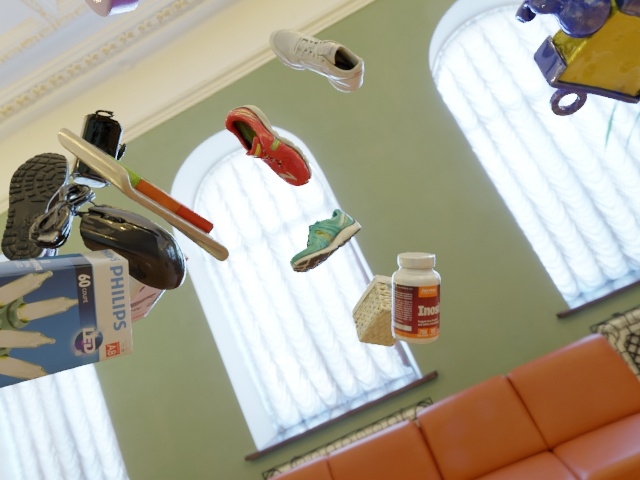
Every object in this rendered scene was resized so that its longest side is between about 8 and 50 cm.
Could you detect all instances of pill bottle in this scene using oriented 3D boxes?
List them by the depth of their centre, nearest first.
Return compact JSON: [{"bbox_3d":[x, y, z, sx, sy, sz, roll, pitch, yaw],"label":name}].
[{"bbox_3d":[0.172,0.101,0.757,0.086,0.151,0.086,-1,7,0],"label":"pill bottle"}]

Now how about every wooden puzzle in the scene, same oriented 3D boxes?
[{"bbox_3d":[-0.266,-0.072,0.658,0.044,0.221,0.238,-54,-35,-10],"label":"wooden puzzle"}]

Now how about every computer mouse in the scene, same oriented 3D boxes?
[{"bbox_3d":[-0.357,-0.005,0.777,0.272,0.188,0.072,36,-65,-27],"label":"computer mouse"}]

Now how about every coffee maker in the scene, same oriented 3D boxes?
[{"bbox_3d":[-0.628,-0.250,1.171,0.120,0.178,0.171,7,-13,-12],"label":"coffee maker"}]

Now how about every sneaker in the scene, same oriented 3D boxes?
[{"bbox_3d":[-0.633,-0.062,0.957,0.107,0.283,0.124,4,-25,-10],"label":"sneaker"},{"bbox_3d":[-0.146,-0.236,1.122,0.107,0.279,0.118,-44,4,35],"label":"sneaker"},{"bbox_3d":[0.000,0.000,1.208,0.275,0.110,0.107,-38,-8,-40],"label":"sneaker"},{"bbox_3d":[-0.005,-0.557,1.235,0.152,0.305,0.114,132,161,-85],"label":"sneaker"}]

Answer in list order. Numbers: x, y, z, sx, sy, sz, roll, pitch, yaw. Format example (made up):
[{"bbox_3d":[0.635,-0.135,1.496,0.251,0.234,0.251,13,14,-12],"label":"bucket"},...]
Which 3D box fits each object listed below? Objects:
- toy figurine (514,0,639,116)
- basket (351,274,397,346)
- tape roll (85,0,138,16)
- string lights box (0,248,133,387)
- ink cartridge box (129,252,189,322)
[{"bbox_3d":[0.271,-0.189,0.389,0.363,0.191,0.217,6,-30,-9],"label":"toy figurine"},{"bbox_3d":[0.163,0.185,1.073,0.114,0.103,0.167,12,-48,-15],"label":"basket"},{"bbox_3d":[-0.634,-0.798,1.199,0.090,0.274,0.275,-36,-6,-33],"label":"tape roll"},{"bbox_3d":[-0.368,0.094,0.491,0.260,0.133,0.077,-8,16,-41],"label":"string lights box"},{"bbox_3d":[-0.440,0.103,1.002,0.218,0.092,0.158,-48,-6,14],"label":"ink cartridge box"}]
